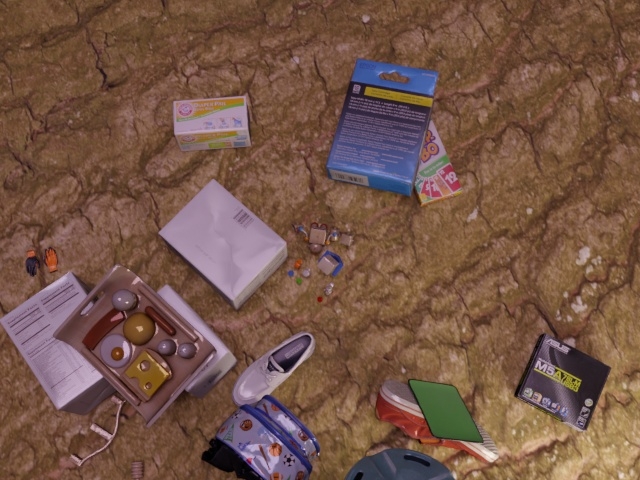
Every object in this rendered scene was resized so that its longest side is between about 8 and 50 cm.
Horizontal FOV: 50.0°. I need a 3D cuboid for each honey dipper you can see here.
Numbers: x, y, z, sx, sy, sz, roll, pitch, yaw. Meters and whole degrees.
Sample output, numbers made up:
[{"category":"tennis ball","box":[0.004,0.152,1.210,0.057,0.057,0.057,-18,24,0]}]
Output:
[{"category":"honey dipper","box":[-0.442,0.617,1.655,0.030,0.030,0.161,-3,76,-2]}]

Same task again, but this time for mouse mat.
[{"category":"mouse mat","box":[0.302,0.412,1.666,0.152,0.007,0.190,14,29,-24]}]

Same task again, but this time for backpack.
[{"category":"backpack","box":[-0.122,0.487,1.581,0.276,0.263,0.213,34,75,10]}]

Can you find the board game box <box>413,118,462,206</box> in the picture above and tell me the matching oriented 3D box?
[{"category":"board game box","box":[0.294,-0.232,1.941,0.124,0.039,0.260,-18,71,-7]}]

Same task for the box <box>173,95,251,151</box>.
[{"category":"box","box":[-0.300,-0.323,1.909,0.203,0.114,0.103,-5,72,-2]}]

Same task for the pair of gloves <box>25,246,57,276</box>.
[{"category":"pair of gloves","box":[-0.744,0.056,1.830,0.083,0.010,0.074,-12,73,-4]}]

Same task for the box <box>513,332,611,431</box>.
[{"category":"box","box":[0.619,0.362,1.757,0.190,0.045,0.184,29,76,6]}]

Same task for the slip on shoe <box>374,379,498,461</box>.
[{"category":"slip on shoe","box":[0.283,0.459,1.694,0.331,0.123,0.101,26,108,0]}]

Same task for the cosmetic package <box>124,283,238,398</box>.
[{"category":"cosmetic package","box":[-0.330,0.249,1.670,0.224,0.224,0.138,43,77,11]}]

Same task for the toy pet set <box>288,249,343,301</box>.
[{"category":"toy pet set","box":[-0.001,0.082,1.831,0.122,0.065,0.114,42,111,14]}]

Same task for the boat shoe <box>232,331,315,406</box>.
[{"category":"boat shoe","box":[-0.121,0.317,1.727,0.095,0.084,0.258,44,76,11]}]

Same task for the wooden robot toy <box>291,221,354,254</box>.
[{"category":"wooden robot toy","box":[0.000,0.000,1.854,0.173,0.076,0.079,10,108,1]}]

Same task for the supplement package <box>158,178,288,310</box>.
[{"category":"supplement package","box":[-0.247,0.013,1.788,0.262,0.145,0.204,41,76,10]}]

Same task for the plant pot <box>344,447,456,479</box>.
[{"category":"plant pot","box":[0.156,0.640,1.433,0.341,0.334,0.341,1,35,-1]}]

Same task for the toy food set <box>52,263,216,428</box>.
[{"category":"toy food set","box":[-0.409,0.229,1.511,0.306,0.092,0.220,41,86,12]}]

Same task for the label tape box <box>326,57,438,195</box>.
[{"category":"label tape box","box":[0.175,-0.313,1.897,0.240,0.106,0.334,13,76,12]}]

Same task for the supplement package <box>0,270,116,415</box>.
[{"category":"supplement package","box":[-0.593,0.255,1.673,0.198,0.199,0.263,-37,77,-12]}]

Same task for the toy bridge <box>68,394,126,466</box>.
[{"category":"toy bridge","box":[-0.538,0.474,1.697,0.063,0.026,0.188,32,74,5]}]
